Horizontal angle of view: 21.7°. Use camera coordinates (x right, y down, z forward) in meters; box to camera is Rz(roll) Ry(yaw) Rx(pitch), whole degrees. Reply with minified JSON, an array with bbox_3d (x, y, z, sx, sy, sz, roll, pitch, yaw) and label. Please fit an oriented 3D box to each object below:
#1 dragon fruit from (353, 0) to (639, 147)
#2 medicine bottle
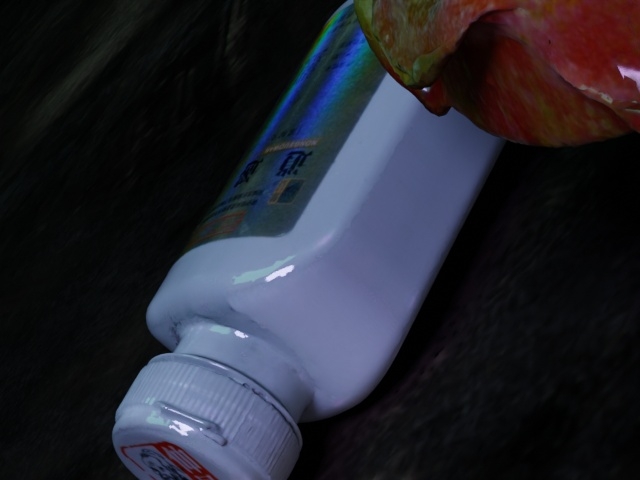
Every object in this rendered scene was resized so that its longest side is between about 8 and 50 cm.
[{"bbox_3d":[0.133,-0.126,0.489,0.295,0.130,0.268,-31,15,48],"label":"dragon fruit"},{"bbox_3d":[0.000,0.000,0.655,0.121,0.083,0.229,-19,36,52],"label":"medicine bottle"}]
